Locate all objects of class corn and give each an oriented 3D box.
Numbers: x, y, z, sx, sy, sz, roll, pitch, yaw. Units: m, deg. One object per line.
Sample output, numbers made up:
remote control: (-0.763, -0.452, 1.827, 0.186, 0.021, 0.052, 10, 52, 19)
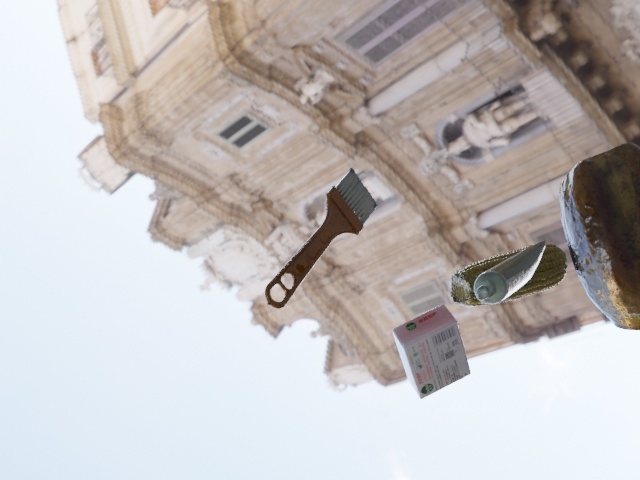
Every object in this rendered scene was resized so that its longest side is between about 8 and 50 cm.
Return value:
corn: (0.493, 0.093, 2.076, 0.344, 0.131, 0.131, -11, -103, -24)

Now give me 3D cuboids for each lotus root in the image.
lotus root: (0.494, 0.001, 1.284, 0.193, 0.193, 0.291, -2, -105, -45)

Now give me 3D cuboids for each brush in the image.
brush: (0.000, 0.000, 1.250, 0.090, 0.017, 0.314, 52, -131, -14)

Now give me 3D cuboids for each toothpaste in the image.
toothpaste: (0.374, 0.066, 1.547, 0.061, 0.099, 0.392, 29, -160, 22)

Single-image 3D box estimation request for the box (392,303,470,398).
box: (0.164, 0.164, 1.155, 0.043, 0.089, 0.125, -122, 10, -51)
